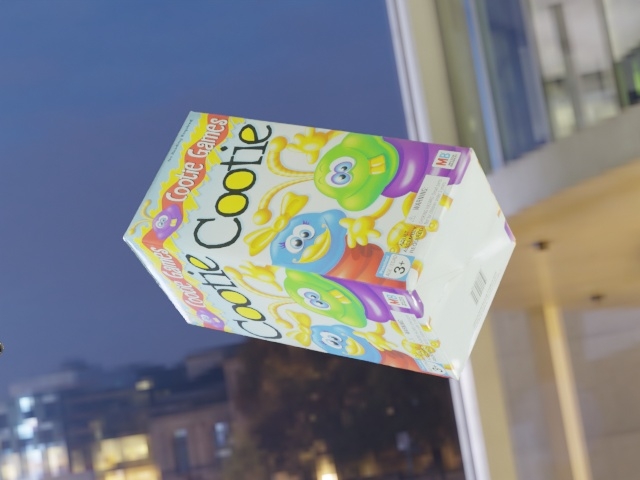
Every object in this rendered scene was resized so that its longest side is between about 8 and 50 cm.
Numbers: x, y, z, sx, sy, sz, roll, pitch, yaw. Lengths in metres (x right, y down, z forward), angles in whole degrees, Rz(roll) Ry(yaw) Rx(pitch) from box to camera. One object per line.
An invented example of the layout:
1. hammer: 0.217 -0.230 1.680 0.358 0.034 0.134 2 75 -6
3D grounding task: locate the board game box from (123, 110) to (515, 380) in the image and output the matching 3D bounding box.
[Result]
1. board game box: 0.000 0.000 1.428 0.275 0.144 0.142 9 -30 30

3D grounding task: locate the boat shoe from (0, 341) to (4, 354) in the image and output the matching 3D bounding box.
1. boat shoe: -0.312 0.111 1.397 0.038 0.046 0.125 28 33 15
